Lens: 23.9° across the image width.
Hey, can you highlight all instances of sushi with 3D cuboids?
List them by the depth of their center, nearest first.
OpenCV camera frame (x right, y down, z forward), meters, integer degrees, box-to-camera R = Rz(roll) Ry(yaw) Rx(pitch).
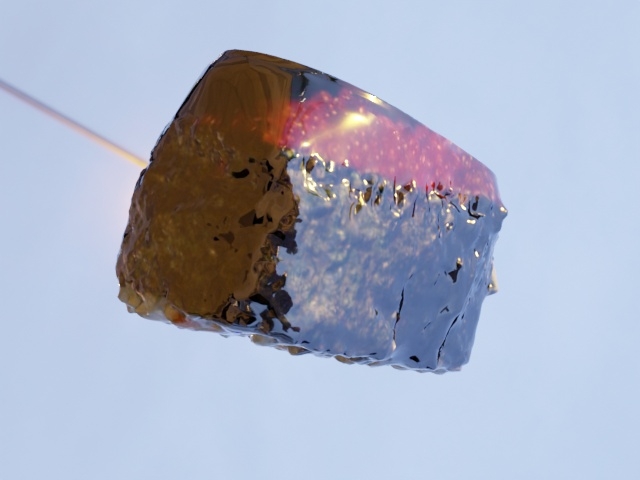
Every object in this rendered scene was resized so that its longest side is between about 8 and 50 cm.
[{"bbox_3d":[0.000,0.000,0.747,0.136,0.225,0.126,12,-98,32],"label":"sushi"}]
